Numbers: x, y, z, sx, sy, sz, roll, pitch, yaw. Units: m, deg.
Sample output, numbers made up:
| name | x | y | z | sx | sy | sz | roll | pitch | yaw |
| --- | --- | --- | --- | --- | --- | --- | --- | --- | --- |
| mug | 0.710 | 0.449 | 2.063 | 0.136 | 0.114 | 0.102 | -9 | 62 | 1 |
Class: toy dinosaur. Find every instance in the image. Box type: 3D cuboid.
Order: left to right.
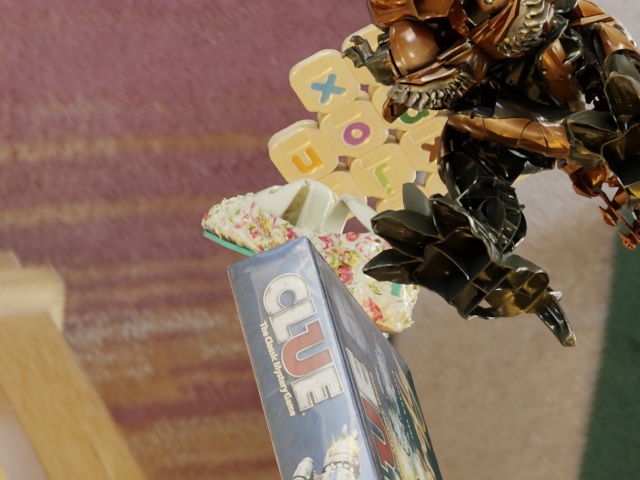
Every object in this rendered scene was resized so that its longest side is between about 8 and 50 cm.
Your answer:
| name | x | y | z | sx | sy | sz | roll | pitch | yaw |
| --- | --- | --- | --- | --- | --- | --- | --- | --- | --- |
| toy dinosaur | 0.117 | -0.075 | 0.947 | 0.322 | 0.218 | 0.164 | 26 | 122 | -17 |

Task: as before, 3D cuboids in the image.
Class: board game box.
| name | x | y | z | sx | sy | sz | roll | pitch | yaw |
| --- | --- | --- | --- | --- | --- | --- | --- | --- | --- |
| board game box | 0.031 | 0.138 | 0.852 | 0.042 | 0.243 | 0.165 | -22 | 150 | 9 |

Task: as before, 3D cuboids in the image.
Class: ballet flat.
| name | x | y | z | sx | sy | sz | roll | pitch | yaw |
| --- | --- | --- | --- | --- | --- | --- | --- | --- | --- |
| ballet flat | 0.000 | 0.000 | 1.328 | 0.091 | 0.241 | 0.077 | 21 | 94 | -37 |

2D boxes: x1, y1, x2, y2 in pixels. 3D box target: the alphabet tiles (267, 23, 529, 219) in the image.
| name | x | y | z | sx | sy | sz | roll | pitch | yaw |
| --- | --- | --- | --- | --- | --- | --- | --- | --- | --- |
| alphabet tiles | 0.095 | -0.120 | 1.855 | 0.284 | 0.021 | 0.278 | -28 | 135 | 9 |
